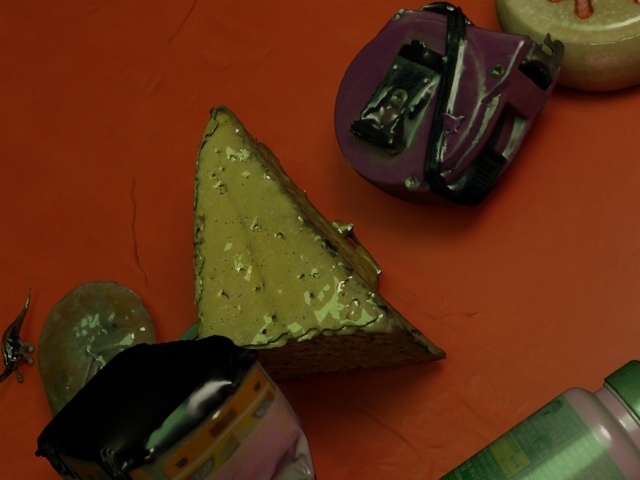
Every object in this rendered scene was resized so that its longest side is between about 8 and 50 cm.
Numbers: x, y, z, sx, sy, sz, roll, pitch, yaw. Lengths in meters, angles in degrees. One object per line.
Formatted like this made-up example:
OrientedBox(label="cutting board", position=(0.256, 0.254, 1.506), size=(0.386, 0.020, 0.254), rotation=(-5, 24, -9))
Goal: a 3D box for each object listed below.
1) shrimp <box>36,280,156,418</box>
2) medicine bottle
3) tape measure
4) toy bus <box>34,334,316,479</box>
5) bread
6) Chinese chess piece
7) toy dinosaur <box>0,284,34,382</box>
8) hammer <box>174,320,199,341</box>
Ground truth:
OrientedBox(label="shrimp", position=(-0.279, 0.181, 1.174), size=(0.168, 0.077, 0.317), rotation=(-32, 55, 4))
OrientedBox(label="medicine bottle", position=(0.232, 0.235, 0.886), size=(0.274, 0.133, 0.133), rotation=(-36, 58, 6))
OrientedBox(label="tape measure", position=(0.136, -0.165, 1.080), size=(0.231, 0.149, 0.245), rotation=(27, 95, 37))
OrientedBox(label="toy bus", position=(-0.144, 0.209, 0.918), size=(0.171, 0.162, 0.386), rotation=(-47, 15, -27))
OrientedBox(label="bread", position=(0.000, 0.000, 1.032), size=(0.278, 0.248, 0.316), rotation=(-2, 76, 24))
OrientedBox(label="Chinese chess piece", position=(0.349, -0.312, 1.104), size=(0.269, 0.112, 0.270), rotation=(-9, 65, 19))
OrientedBox(label="toy dinosaur", position=(-0.427, 0.151, 1.272), size=(0.037, 0.058, 0.180), rotation=(-12, 49, 10))
OrientedBox(label="hammer", position=(-0.119, 0.192, 1.109), size=(0.116, 0.069, 0.194), rotation=(-45, 65, -2))
